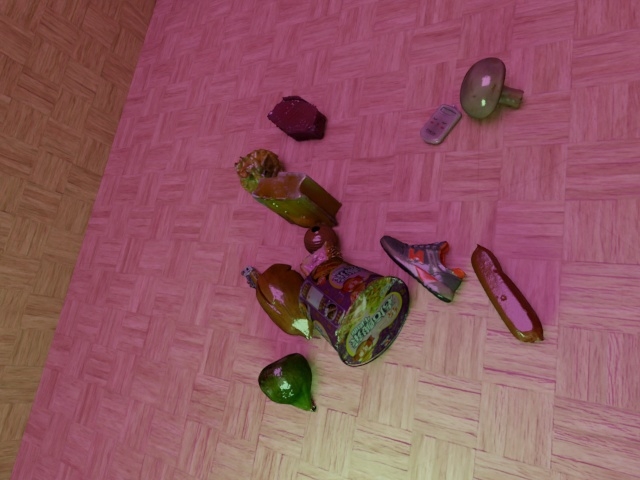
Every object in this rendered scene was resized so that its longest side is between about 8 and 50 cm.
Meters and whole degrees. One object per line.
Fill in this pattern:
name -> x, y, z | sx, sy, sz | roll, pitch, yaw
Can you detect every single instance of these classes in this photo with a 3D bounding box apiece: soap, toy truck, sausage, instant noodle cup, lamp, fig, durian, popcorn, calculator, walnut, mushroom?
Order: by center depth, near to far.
sausage -> 0.567, 0.163, 1.338 | 0.094, 0.097, 0.348 | -31, 60, 10
instant noodle cup -> 0.099, 0.219, 1.480 | 0.266, 0.340, 0.339 | 30, 91, 43
mushroom -> 0.607, -0.527, 1.509 | 0.215, 0.207, 0.207 | 16, 81, 3
fig -> -0.107, 0.543, 1.572 | 0.203, 0.203, 0.235 | -30, 82, 19
calculator -> 0.461, -0.448, 1.646 | 0.100, 0.032, 0.175 | 42, 96, 34
durian -> 0.009, 0.091, 1.648 | 0.182, 0.165, 0.132 | -42, 83, 12
walnut -> -0.121, 0.241, 1.668 | 0.209, 0.209, 0.336 | -41, 67, 13
lamp -> 0.000, 0.000, 1.709 | 0.136, 0.136, 0.136 | -10, 69, 28
soap -> -0.092, -0.156, 1.730 | 0.259, 0.281, 0.143 | 3, 73, 32
toy truck -> -0.292, 0.163, 1.879 | 0.063, 0.052, 0.123 | -45, 58, 5
popcorn -> -0.274, -0.310, 1.943 | 0.169, 0.189, 0.218 | 25, 86, 37
soap -> -0.094, -0.552, 1.968 | 0.289, 0.112, 0.182 | 43, 100, 33

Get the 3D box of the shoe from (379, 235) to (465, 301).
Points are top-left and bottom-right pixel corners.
shoe -> 0.361, 0.052, 1.487 | 0.171, 0.132, 0.336 | -49, 58, 2
